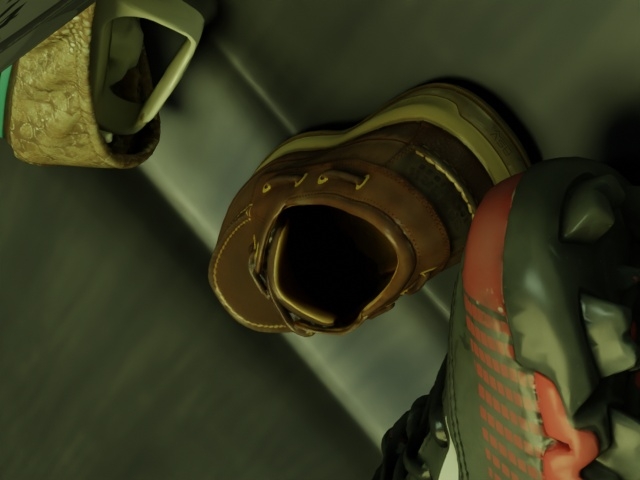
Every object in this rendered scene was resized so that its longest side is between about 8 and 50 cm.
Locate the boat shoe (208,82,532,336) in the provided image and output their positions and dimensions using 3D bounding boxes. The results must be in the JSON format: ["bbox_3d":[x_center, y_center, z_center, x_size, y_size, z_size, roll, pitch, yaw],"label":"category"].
[{"bbox_3d":[0.000,0.000,0.628,0.064,0.060,0.178,50,150,-7],"label":"boat shoe"}]

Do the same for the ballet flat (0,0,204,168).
[{"bbox_3d":[-0.069,-0.092,0.619,0.067,0.073,0.206,15,150,-1],"label":"ballet flat"}]

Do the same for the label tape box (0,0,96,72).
[{"bbox_3d":[-0.036,-0.128,0.335,0.106,0.240,0.333,50,150,-6],"label":"label tape box"}]

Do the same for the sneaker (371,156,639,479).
[{"bbox_3d":[0.059,0.084,0.596,0.135,0.098,0.276,9,137,22],"label":"sneaker"}]
